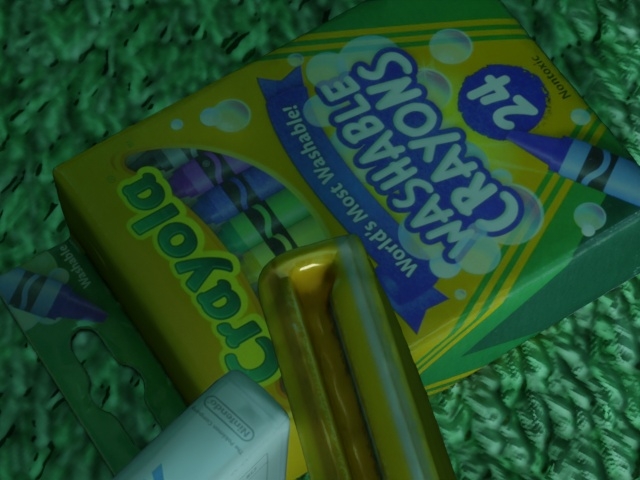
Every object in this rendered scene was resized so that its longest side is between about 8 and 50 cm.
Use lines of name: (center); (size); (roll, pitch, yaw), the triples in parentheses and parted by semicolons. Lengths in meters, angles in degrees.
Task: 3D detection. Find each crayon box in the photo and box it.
crayon box: (0.000, 0.000, 1.090); (0.323, 0.083, 0.203); (-30, 65, -14)

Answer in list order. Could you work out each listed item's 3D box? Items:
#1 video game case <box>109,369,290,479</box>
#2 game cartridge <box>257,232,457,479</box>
video game case: (-0.131, 0.218, 0.833); (0.036, 0.329, 0.300); (42, 70, 15)
game cartridge: (0.060, 0.188, 0.850); (0.053, 0.323, 0.285); (-18, 62, 2)
